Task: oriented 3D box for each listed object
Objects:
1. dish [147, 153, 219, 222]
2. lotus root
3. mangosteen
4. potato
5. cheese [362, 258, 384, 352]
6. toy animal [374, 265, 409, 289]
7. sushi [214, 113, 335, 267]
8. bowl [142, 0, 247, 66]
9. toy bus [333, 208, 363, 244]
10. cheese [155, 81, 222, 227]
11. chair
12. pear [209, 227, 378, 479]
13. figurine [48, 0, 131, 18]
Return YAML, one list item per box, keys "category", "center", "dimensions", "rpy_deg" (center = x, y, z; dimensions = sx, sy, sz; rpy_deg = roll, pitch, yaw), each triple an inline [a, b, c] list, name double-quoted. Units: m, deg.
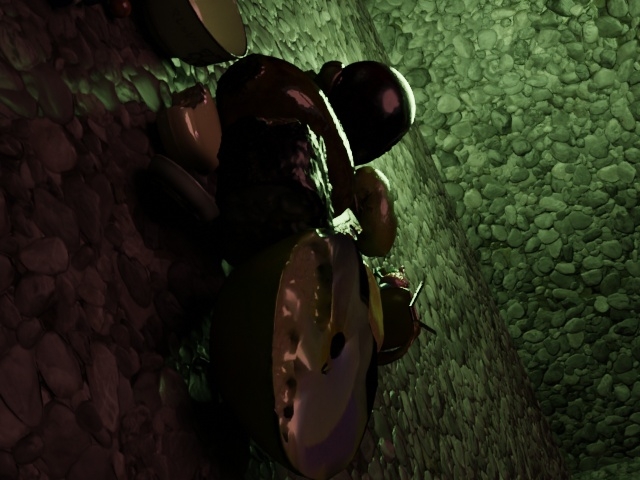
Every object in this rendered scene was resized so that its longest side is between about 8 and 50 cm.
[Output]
- category: "dish"
  center: [-0.238, -0.061, 1.301]
  dimensions: [0.141, 0.078, 0.141]
  rpy_deg: [37, -17, 13]
- category: "lotus root"
  center: [-0.078, -0.208, 1.612]
  dimensions: [0.250, 0.251, 0.346]
  rpy_deg: [-91, 157, -44]
- category: "mangosteen"
  center: [0.099, -0.352, 2.173]
  dimensions: [0.300, 0.300, 0.300]
  rpy_deg: [52, 25, -38]
- category: "potato"
  center: [0.130, -0.076, 2.175]
  dimensions: [0.169, 0.144, 0.248]
  rpy_deg: [12, 67, -71]
- category: "cheese"
  center: [0.078, 0.147, 1.805]
  dimensions: [0.214, 0.117, 0.226]
  rpy_deg: [60, 27, -54]
- category: "toy animal"
  center: [0.182, 0.117, 2.211]
  dimensions: [0.103, 0.100, 0.208]
  rpy_deg: [30, 23, 8]
- category: "sushi"
  center: [-0.079, -0.073, 1.401]
  dimensions: [0.350, 0.211, 0.170]
  rpy_deg: [88, 4, -60]
- category: "bowl"
  center: [-0.252, -0.432, 1.559]
  dimensions: [0.237, 0.126, 0.237]
  rpy_deg: [51, 27, -39]
- category: "toy bus"
  center: [0.000, 0.000, 1.826]
  dimensions: [0.092, 0.093, 0.409]
  rpy_deg: [63, 19, 0]
- category: "cheese"
  center: [-0.215, -0.151, 1.450]
  dimensions: [0.163, 0.071, 0.248]
  rpy_deg: [-42, 118, -71]
- category: "chair"
  center: [0.169, 0.201, 1.961]
  dimensions: [0.247, 0.159, 0.172]
  rpy_deg: [6, 66, -69]
- category: "pear"
  center: [-0.055, 0.176, 1.318]
  dimensions: [0.399, 0.165, 0.398]
  rpy_deg: [2, 87, -64]
- category: "figurine"
  center: [-0.356, -0.469, 1.331]
  dimensions: [0.274, 0.133, 0.193]
  rpy_deg: [-24, 107, -68]
